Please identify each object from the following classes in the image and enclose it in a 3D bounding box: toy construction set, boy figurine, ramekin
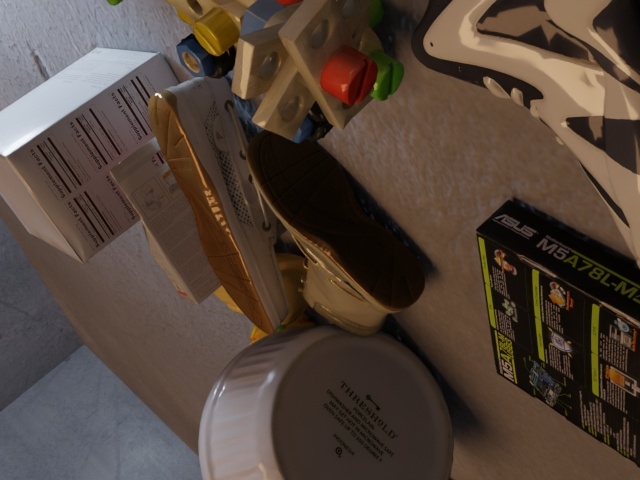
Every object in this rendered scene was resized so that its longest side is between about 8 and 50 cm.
[{"bbox_3d":[-0.052,-0.181,0.631,0.327,0.151,0.215,50,162,30],"label":"toy construction set"},{"bbox_3d":[-0.114,0.017,1.157,0.285,0.092,0.177,25,148,46],"label":"boy figurine"},{"bbox_3d":[0.018,0.211,0.997,0.273,0.273,0.127,50,148,-3],"label":"ramekin"}]

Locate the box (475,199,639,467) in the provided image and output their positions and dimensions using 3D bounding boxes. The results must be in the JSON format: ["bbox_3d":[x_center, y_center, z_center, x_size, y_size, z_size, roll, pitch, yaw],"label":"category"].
[{"bbox_3d":[0.203,0.082,0.691,0.184,0.045,0.190,36,156,38],"label":"box"}]

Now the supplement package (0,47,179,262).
[{"bbox_3d":[-0.267,-0.106,1.091,0.194,0.203,0.149,19,144,54],"label":"supplement package"}]

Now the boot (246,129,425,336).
[{"bbox_3d":[0.000,0.000,0.921,0.213,0.077,0.165,47,162,6],"label":"boot"}]

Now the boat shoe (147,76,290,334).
[{"bbox_3d":[-0.076,-0.037,0.957,0.098,0.096,0.277,15,130,55],"label":"boat shoe"}]

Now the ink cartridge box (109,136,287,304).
[{"bbox_3d":[-0.131,-0.043,1.006,0.045,0.145,0.179,12,138,56],"label":"ink cartridge box"}]

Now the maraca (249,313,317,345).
[{"bbox_3d":[-0.046,0.132,1.218,0.127,0.099,0.185,82,169,-50],"label":"maraca"}]

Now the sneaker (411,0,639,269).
[{"bbox_3d":[0.125,-0.088,0.485,0.153,0.094,0.235,17,142,57],"label":"sneaker"}]
